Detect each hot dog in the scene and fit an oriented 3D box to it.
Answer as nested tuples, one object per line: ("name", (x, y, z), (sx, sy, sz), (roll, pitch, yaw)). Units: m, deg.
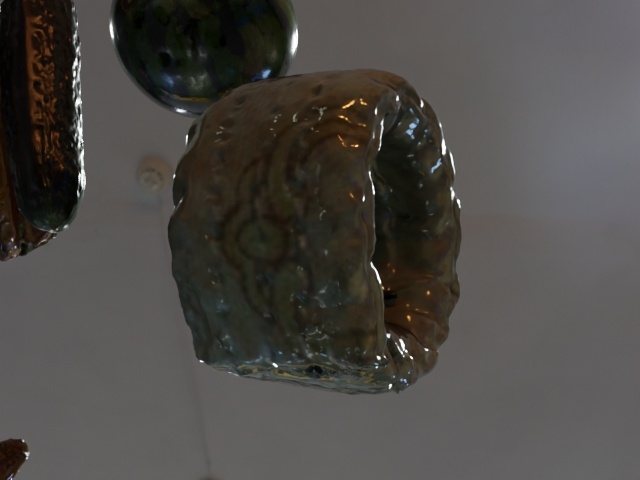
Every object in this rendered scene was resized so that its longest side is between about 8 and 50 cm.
("hot dog", (-0.330, -0.100, 1.024), (0.072, 0.115, 0.269), (15, -60, 28))

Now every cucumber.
("cucumber", (-0.251, -0.118, 0.902), (0.074, 0.241, 0.074), (-8, -26, -4))

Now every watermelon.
("watermelon", (-0.175, -0.327, 1.556), (0.285, 0.285, 0.285), (7, -54, 10))

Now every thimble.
("thimble", (0.000, 0.000, 0.904), (0.195, 0.291, 0.291), (0, -55, 28))

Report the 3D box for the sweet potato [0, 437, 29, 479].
("sweet potato", (-0.439, 0.346, 1.032), (0.359, 0.112, 0.112), (-44, -72, 3))
